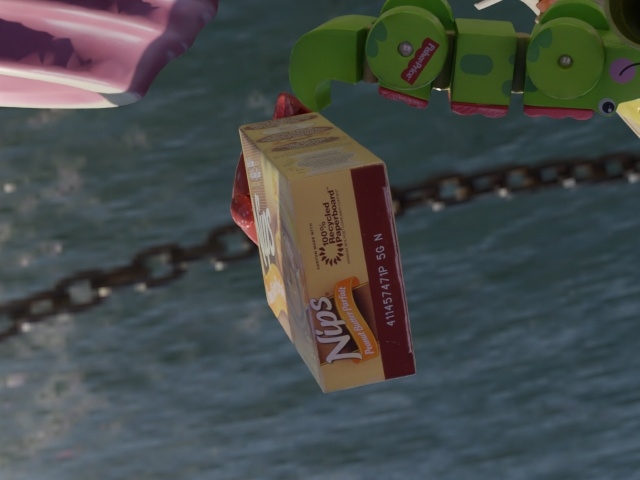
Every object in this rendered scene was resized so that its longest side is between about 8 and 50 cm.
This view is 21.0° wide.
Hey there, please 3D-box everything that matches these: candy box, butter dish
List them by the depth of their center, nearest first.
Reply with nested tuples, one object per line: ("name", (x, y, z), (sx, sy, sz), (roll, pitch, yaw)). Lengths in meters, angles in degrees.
("candy box", (0.000, 0.000, 1.528), (0.087, 0.183, 0.316), (-10, -167, -7))
("butter dish", (-0.038, -0.043, 1.745), (0.118, 0.160, 0.160), (-20, 135, -36))

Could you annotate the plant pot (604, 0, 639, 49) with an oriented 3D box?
("plant pot", (0.275, -0.185, 1.363), (0.083, 0.083, 0.079), (-21, 169, 24))

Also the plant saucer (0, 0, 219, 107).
("plant saucer", (-0.224, -0.130, 0.991), (0.332, 0.084, 0.332), (4, 180, 0))

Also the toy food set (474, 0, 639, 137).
("toy food set", (0.314, -0.162, 1.776), (0.092, 0.306, 0.219), (-47, -168, -20))

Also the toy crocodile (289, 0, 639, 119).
("toy crocodile", (0.143, -0.146, 1.435), (0.340, 0.105, 0.115), (5, -160, 6))
